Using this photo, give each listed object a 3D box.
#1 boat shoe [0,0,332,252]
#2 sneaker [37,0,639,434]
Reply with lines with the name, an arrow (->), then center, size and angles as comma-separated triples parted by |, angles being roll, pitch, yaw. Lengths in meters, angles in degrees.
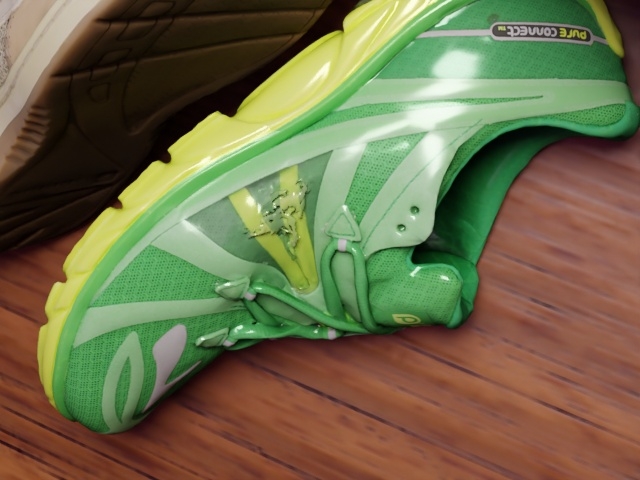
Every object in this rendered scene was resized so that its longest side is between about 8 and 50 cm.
boat shoe -> -0.088, -0.096, 0.510 | 0.302, 0.109, 0.098 | -37, 70, 47
sneaker -> 0.000, 0.000, 0.527 | 0.295, 0.109, 0.123 | -39, 79, 17
